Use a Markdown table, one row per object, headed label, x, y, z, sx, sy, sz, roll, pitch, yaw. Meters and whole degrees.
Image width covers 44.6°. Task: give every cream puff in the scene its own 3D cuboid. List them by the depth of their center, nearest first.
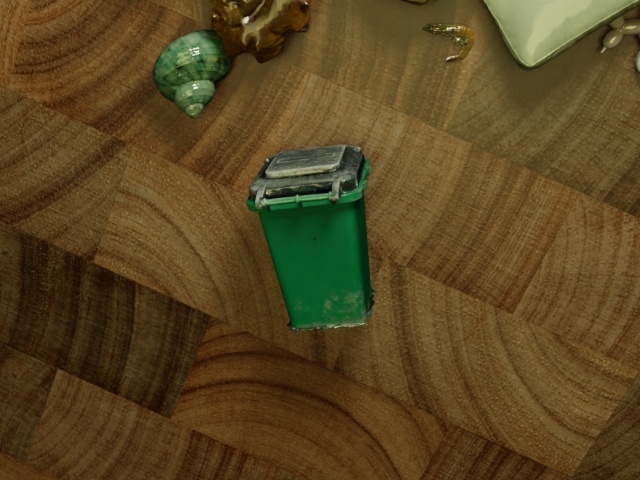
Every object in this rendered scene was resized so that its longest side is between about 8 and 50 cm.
| label | x | y | z | sx | sy | sz | roll | pitch | yaw |
| --- | --- | --- | --- | --- | --- | --- | --- | --- | --- |
| cream puff | -0.137 | -0.521 | 1.670 | 0.241 | 0.154 | 0.268 | -27 | 117 | 6 |

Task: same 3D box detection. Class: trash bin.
| label | x | y | z | sx | sy | sz | roll | pitch | yaw |
| --- | --- | --- | --- | --- | --- | --- | --- | --- | --- |
| trash bin | 0.000 | 0.000 | 1.749 | 0.259 | 0.295 | 0.380 | -7 | 112 | 11 |

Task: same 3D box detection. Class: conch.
| label | x | y | z | sx | sy | sz | roll | pitch | yaw |
| --- | --- | --- | --- | --- | --- | --- | --- | --- | --- |
| conch | -0.287 | -0.377 | 1.755 | 0.176 | 0.122 | 0.188 | 0 | 112 | -15 |

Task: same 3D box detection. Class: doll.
| label | x | y | z | sx | sy | sz | roll | pitch | yaw |
| --- | --- | --- | --- | --- | --- | --- | --- | --- | --- |
| doll | 0.664 | -0.428 | 1.623 | 0.161 | 0.059 | 0.159 | -4 | 107 | 9 |

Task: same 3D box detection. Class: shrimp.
| label | x | y | z | sx | sy | sz | roll | pitch | yaw |
| --- | --- | --- | --- | --- | --- | --- | --- | --- | --- |
| shrimp | 0.274 | -0.432 | 1.702 | 0.115 | 0.023 | 0.083 | 10 | 111 | 2 |

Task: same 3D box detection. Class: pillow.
| label | x | y | z | sx | sy | sz | roll | pitch | yaw |
| --- | --- | --- | --- | --- | --- | --- | --- | --- | --- |
| pillow | 0.493 | -0.523 | 1.570 | 0.322 | 0.120 | 0.255 | -29 | 79 | 15 |

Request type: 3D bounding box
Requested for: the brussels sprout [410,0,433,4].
| label | x | y | z | sx | sy | sz | roll | pitch | yaw |
| --- | --- | --- | --- | --- | --- | --- | --- | --- | --- |
| brussels sprout | 0.189 | -0.618 | 1.555 | 0.260 | 0.227 | 0.294 | 20 | 118 | 18 |
